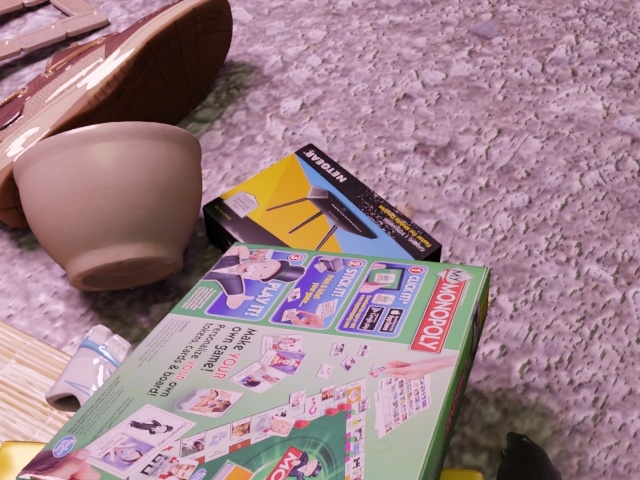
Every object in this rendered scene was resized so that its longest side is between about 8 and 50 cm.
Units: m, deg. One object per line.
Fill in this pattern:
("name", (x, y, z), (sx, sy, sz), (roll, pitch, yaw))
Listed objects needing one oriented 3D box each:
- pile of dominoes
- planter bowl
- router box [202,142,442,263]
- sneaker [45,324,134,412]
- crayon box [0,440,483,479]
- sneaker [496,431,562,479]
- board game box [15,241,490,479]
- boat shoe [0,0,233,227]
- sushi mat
("pile of dominoes", (-0.406, -0.247, 1.090), (0.251, 0.040, 0.196), (-30, 53, -34))
("planter bowl", (-0.175, -0.019, 0.801), (0.162, 0.162, 0.109), (-9, 75, -8))
("router box", (0.000, 0.000, 0.839), (0.133, 0.046, 0.179), (-34, 56, -26))
("sneaker", (-0.126, 0.140, 0.682), (0.190, 0.071, 0.083), (25, 61, 31))
("crayon box", (-0.068, 0.301, 0.508), (0.313, 0.106, 0.363), (3, 51, 7))
("sneaker", (0.135, 0.216, 0.643), (0.089, 0.051, 0.170), (22, 50, 23))
("board game box", (-0.016, 0.092, 0.612), (0.213, 0.046, 0.317), (7, 25, 16))
("boat shoe", (-0.229, -0.157, 0.939), (0.123, 0.123, 0.342), (30, 61, 23))
("sushi mat", (-0.280, 0.128, 0.745), (0.316, 0.019, 0.151), (22, 53, 19))
